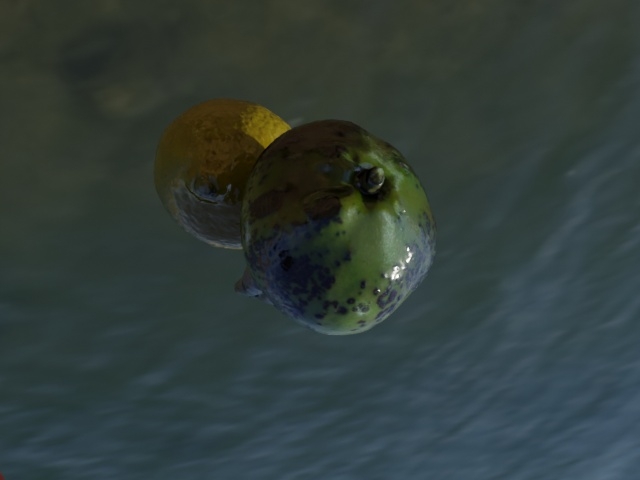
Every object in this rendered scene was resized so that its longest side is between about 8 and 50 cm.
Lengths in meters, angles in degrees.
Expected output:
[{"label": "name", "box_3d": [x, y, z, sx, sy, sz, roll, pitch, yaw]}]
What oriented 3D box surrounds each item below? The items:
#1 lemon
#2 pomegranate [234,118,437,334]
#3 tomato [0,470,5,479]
[{"label": "lemon", "box_3d": [-0.108, -0.081, 1.443, 0.187, 0.187, 0.244, -20, 177, 9]}, {"label": "pomegranate", "box_3d": [-0.014, -0.008, 1.284, 0.277, 0.222, 0.204, -10, 140, 35]}, {"label": "tomato", "box_3d": [-0.324, 0.208, 1.002, 0.099, 0.189, 0.173, -51, 153, -18]}]
